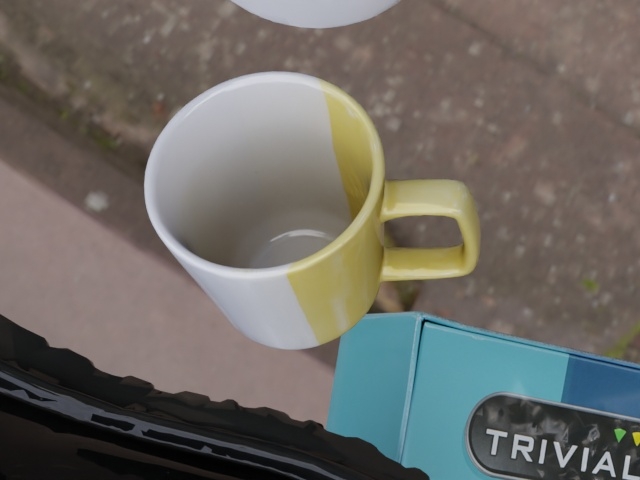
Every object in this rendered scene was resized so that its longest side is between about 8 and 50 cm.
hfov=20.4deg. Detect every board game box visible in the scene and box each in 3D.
[{"bbox_3d":[0.109,0.219,0.769,0.254,0.336,0.079,13,171,-23],"label":"board game box"}]

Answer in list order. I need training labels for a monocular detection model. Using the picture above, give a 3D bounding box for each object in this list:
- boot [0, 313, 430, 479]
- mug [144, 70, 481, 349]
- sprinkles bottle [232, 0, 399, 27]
[{"bbox_3d":[-0.107,0.150,0.545,0.348,0.260,0.131,21,120,9],"label":"boot"},{"bbox_3d":[-0.004,0.002,0.475,0.078,0.062,0.064,31,159,25],"label":"mug"},{"bbox_3d":[0.021,-0.192,0.604,0.121,0.121,0.355,29,162,0],"label":"sprinkles bottle"}]
